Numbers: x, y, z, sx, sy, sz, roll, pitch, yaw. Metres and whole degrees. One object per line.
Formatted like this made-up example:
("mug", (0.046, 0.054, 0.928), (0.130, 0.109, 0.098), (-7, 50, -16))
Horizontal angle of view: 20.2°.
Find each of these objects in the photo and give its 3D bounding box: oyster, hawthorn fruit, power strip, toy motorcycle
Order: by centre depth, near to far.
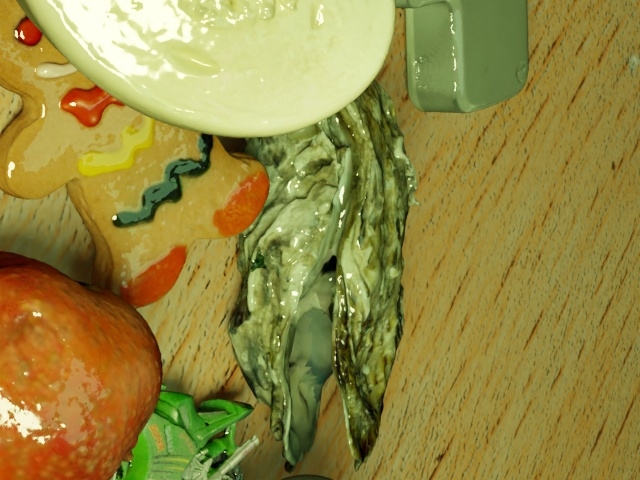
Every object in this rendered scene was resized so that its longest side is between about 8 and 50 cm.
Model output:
("hawthorn fruit", (-0.207, 0.033, 1.053), (0.165, 0.165, 0.285), (-48, 122, -35))
("toy motorcycle", (-0.114, 0.143, 1.253), (0.190, 0.074, 0.106), (21, 72, -52))
("oyster", (0.000, -0.004, 1.321), (0.158, 0.162, 0.350), (-10, 101, -6))
("power strip", (0.099, -0.232, 1.446), (0.194, 0.059, 0.264), (-23, 115, -53))

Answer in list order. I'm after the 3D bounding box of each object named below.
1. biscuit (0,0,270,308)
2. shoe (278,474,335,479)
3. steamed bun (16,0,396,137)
("biscuit", (-0.135, -0.075, 1.163), (0.165, 0.036, 0.250), (-43, 122, -20))
("shoe", (-0.094, 0.312, 1.259), (0.336, 0.132, 0.171), (-40, 155, -14))
("steamed bun", (-0.087, -0.153, 1.048), (0.250, 0.200, 0.154), (35, 89, -18))
